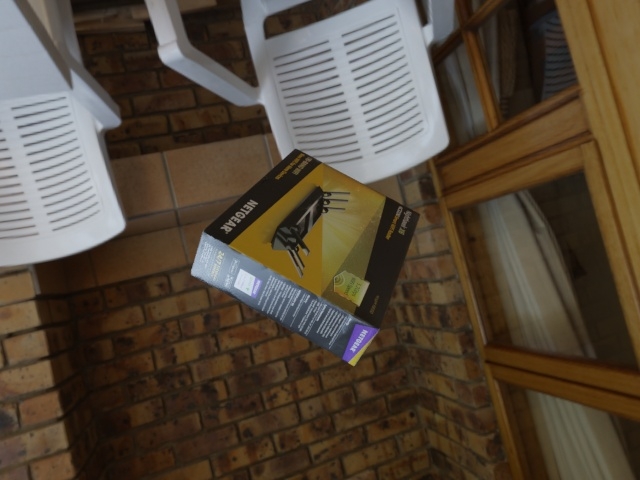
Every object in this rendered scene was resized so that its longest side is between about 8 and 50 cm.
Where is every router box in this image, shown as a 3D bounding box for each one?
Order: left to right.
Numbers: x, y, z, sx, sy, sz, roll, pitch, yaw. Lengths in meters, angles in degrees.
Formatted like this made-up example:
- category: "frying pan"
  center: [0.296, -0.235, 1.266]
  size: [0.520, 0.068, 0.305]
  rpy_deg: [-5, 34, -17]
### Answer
- category: "router box"
  center: [0.000, 0.000, 0.705]
  size: [0.081, 0.243, 0.308]
  rpy_deg: [-64, 176, 36]
